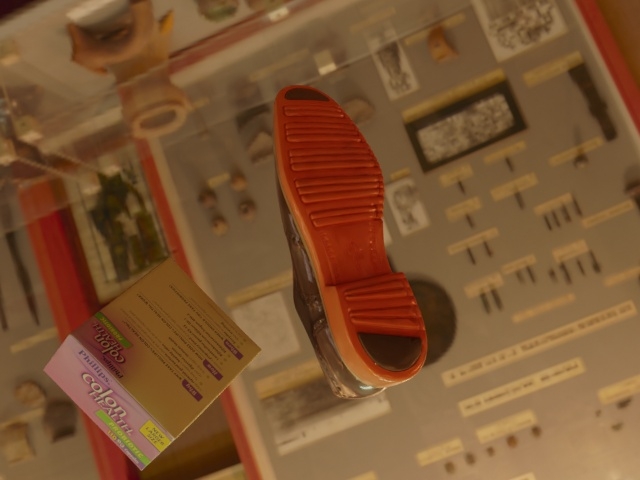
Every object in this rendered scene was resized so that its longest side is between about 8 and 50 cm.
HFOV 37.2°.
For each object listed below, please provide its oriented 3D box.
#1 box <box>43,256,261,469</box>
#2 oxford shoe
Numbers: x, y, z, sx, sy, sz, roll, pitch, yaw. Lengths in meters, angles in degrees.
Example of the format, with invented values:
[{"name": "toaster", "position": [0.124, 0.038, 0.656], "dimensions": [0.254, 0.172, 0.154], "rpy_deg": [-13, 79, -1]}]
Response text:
[{"name": "box", "position": [-0.252, 0.183, 1.460], "dimensions": [0.117, 0.213, 0.243], "rpy_deg": [-46, 179, 40]}, {"name": "oxford shoe", "position": [0.000, 0.000, 1.057], "dimensions": [0.130, 0.364, 0.133], "rpy_deg": [-1, 156, -31]}]
